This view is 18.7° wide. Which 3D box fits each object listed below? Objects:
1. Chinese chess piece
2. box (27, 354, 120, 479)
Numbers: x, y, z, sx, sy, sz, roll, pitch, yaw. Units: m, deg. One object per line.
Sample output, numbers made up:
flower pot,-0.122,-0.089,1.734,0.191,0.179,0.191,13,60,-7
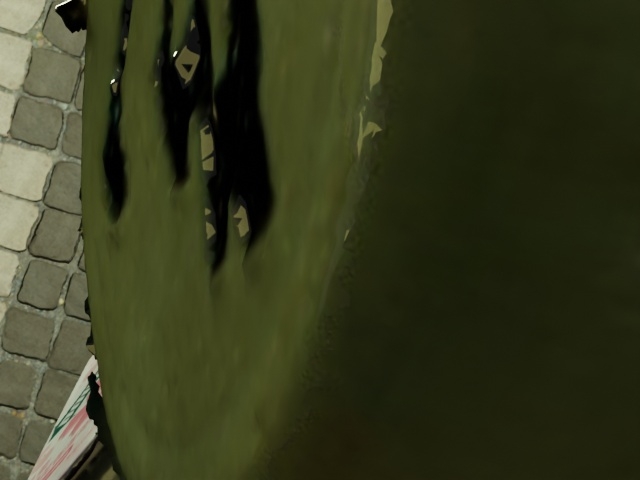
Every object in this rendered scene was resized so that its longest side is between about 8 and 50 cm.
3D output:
Chinese chess piece,0.022,-0.067,0.569,0.349,0.146,0.349,-178,90,-72
box,-0.123,0.138,1.431,0.190,0.112,0.370,-50,10,20
